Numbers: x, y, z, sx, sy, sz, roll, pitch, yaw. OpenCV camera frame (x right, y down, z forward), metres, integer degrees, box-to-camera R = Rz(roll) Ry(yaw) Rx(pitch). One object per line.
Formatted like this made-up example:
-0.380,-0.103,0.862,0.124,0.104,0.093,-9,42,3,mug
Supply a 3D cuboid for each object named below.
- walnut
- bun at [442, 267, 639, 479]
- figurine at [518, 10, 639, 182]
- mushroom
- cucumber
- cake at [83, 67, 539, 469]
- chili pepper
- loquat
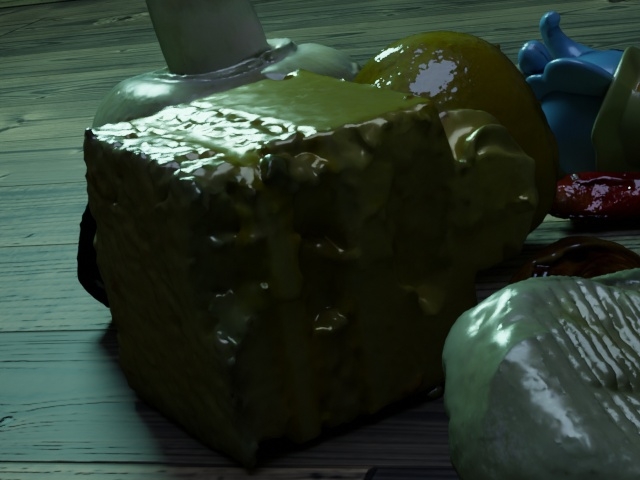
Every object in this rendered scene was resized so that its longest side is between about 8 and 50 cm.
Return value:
0.173,0.061,0.983,0.116,0.115,0.207,-2,19,22,walnut
0.168,0.108,0.800,0.229,0.145,0.229,14,38,-11,bun
0.256,-0.129,1.437,0.262,0.180,0.154,13,41,38,figurine
-0.109,-0.129,1.501,0.356,0.315,0.315,36,35,16,mushroom
-0.169,-0.008,1.223,0.074,0.074,0.241,-14,-17,-16,cucumber
0.000,0.000,1.073,0.286,0.222,0.227,-19,22,-27,cake
0.289,-0.040,1.338,0.268,0.050,0.059,0,4,24,chili pepper
0.109,-0.084,1.300,0.213,0.213,0.213,-8,17,3,loquat
